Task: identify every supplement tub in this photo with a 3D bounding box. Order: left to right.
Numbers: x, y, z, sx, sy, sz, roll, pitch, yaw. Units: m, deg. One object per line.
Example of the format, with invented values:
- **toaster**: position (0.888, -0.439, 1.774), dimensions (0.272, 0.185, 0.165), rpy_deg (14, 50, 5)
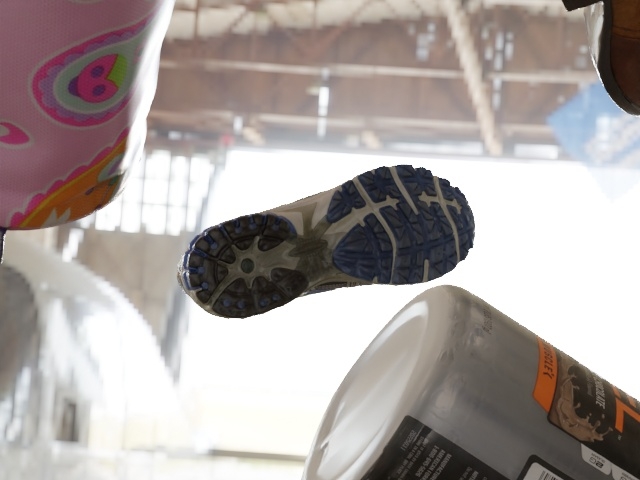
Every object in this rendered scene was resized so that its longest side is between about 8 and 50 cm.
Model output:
- **supplement tub**: position (0.171, 0.198, 1.180), dimensions (0.338, 0.207, 0.207), rpy_deg (33, -13, -11)

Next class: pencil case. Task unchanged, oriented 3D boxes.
- **pencil case**: position (-0.101, -0.136, 0.549), dimensions (0.124, 0.124, 0.284), rpy_deg (9, -51, -8)

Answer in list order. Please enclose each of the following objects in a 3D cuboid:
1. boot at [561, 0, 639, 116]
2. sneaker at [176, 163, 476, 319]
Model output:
- **boot**: position (0.348, -0.233, 1.356), dimensions (0.280, 0.096, 0.264), rpy_deg (-20, -46, 16)
- **sneaker**: position (0.000, 0.000, 0.687), dimensions (0.135, 0.052, 0.058), rpy_deg (-10, -1, -22)
